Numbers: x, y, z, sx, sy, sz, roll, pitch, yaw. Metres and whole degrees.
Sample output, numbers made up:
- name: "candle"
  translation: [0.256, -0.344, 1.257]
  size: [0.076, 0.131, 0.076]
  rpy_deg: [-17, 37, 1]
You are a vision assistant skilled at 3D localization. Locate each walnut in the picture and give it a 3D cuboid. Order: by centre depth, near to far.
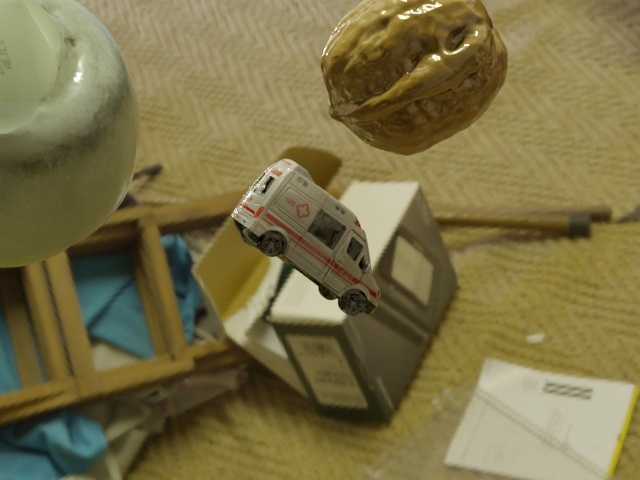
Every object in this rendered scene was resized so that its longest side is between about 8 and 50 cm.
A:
- name: "walnut"
  translation: [0.123, -0.235, 1.526]
  size: [0.257, 0.224, 0.257]
  rpy_deg: [-27, 25, 14]

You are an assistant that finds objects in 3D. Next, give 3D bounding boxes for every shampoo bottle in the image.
- name: "shampoo bottle"
  translation: [-0.379, -0.141, 1.366]
  size: [0.322, 0.317, 0.323]
  rpy_deg: [10, 57, -16]

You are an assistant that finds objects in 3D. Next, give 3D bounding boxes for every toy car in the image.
- name: "toy car"
  translation: [0.000, 0.000, 1.319]
  size: [0.108, 0.209, 0.089]
  rpy_deg: [-54, 23, -4]
